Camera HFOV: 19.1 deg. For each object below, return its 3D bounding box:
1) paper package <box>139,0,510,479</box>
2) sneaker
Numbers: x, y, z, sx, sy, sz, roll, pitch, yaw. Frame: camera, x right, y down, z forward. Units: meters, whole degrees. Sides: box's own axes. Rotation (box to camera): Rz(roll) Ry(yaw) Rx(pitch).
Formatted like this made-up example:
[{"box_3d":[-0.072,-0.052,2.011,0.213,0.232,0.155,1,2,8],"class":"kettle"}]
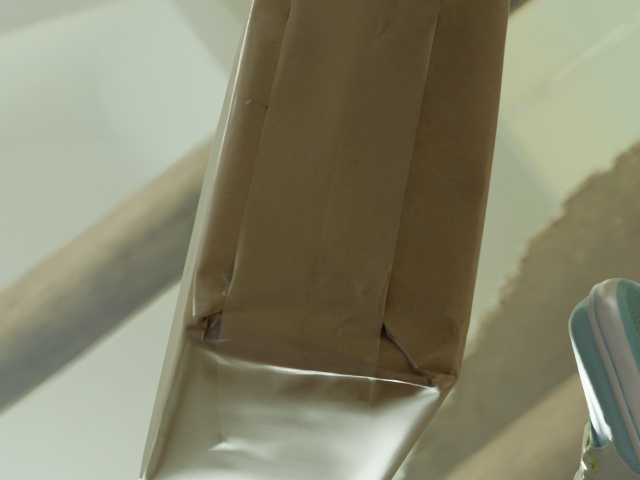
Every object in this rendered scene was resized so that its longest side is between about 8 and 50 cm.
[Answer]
[{"box_3d":[0.000,0.000,1.261,0.168,0.325,0.309,13,-116,-4],"class":"paper package"},{"box_3d":[0.181,0.194,1.297,0.127,0.208,0.319,-37,-72,-63],"class":"sneaker"}]
